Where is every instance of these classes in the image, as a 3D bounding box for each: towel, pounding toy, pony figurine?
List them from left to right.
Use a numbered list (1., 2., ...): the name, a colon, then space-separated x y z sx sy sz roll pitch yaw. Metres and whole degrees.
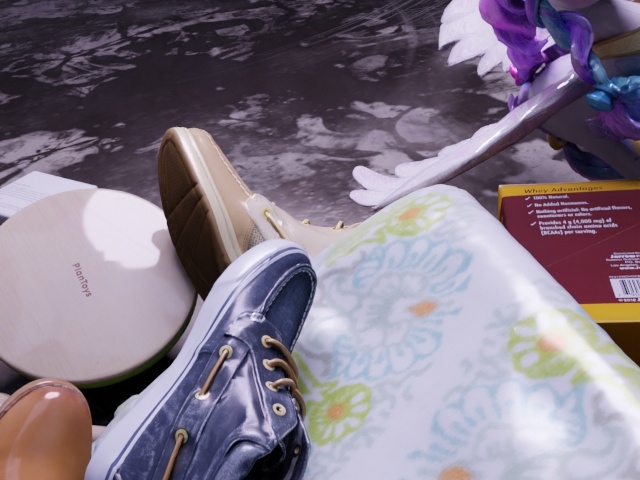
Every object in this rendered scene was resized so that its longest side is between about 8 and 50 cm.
1. pounding toy: -0.197 0.081 0.706 0.183 0.110 0.236 3 59 -5
2. towel: 0.015 0.142 0.416 0.320 0.090 0.374 -36 31 5
3. pony figurine: 0.231 -0.140 0.742 0.351 0.363 0.302 -29 35 58

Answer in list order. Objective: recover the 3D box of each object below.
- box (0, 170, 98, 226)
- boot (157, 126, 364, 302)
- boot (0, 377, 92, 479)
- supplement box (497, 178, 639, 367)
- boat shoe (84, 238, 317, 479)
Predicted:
1. box: -0.280 -0.004 0.843 0.101 0.102 0.087 13 38 32
2. boot: 0.000 0.000 0.682 0.203 0.095 0.262 -23 73 -30
3. boot: -0.138 0.164 0.400 0.152 0.073 0.197 -13 58 55
4. supplement box: 0.233 0.053 0.606 0.191 0.129 0.194 -2 30 9
5. boat shoe: -0.031 0.076 0.419 0.083 0.065 0.183 10 50 32
